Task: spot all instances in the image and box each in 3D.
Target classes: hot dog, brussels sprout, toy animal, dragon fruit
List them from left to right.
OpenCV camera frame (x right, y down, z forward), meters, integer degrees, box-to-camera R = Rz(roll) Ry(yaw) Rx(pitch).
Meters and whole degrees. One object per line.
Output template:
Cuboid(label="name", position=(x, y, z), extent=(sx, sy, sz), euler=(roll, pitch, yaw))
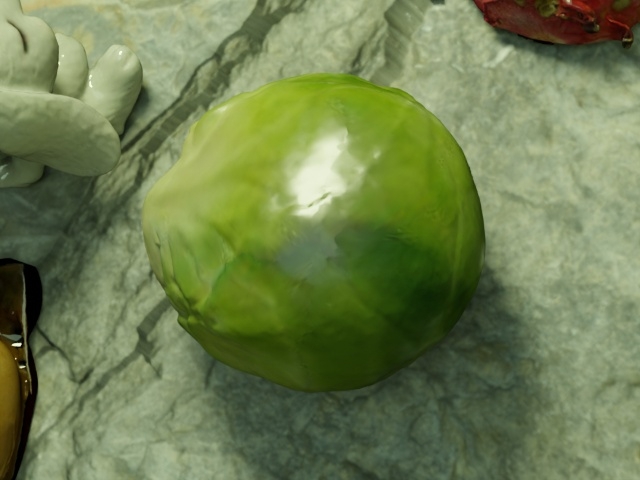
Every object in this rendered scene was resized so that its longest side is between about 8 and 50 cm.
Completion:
Cuboid(label="hot dog", position=(-0.418, 0.178, 1.550), extent=(0.194, 0.107, 0.326), euler=(-1, 85, 12))
Cuboid(label="toy animal", position=(-0.341, -0.161, 1.481), extent=(0.271, 0.265, 0.206), euler=(25, 93, 11))
Cuboid(label="brussels sprout", position=(0.000, 0.000, 1.409), extent=(0.344, 0.268, 0.344), euler=(-11, 65, 25))
Cuboid(label="dragon fruit", position=(0.236, -0.284, 1.436), extent=(0.274, 0.126, 0.161), euler=(28, 91, 13))

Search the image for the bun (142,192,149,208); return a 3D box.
Cuboid(label="bun", position=(-0.152, -0.029, 1.541), extent=(0.083, 0.045, 0.083), euler=(-2, 84, 15))
